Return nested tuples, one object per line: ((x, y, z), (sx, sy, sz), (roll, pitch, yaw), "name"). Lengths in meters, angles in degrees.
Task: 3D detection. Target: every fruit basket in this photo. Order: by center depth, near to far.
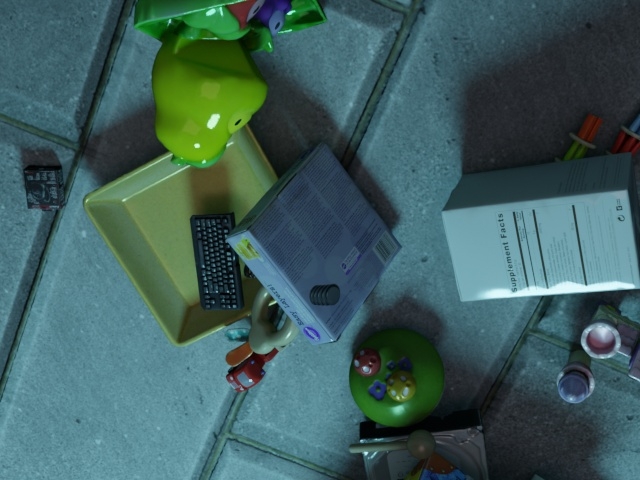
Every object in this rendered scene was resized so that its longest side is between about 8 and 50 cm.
((-0.134, -0.302, 1.371), (0.283, 0.392, 0.392), (-11, 109, 6), "fruit basket")

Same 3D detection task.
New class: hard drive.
((0.216, 0.492, 1.789), (0.237, 0.064, 0.338), (-7, 118, 7), "hard drive")

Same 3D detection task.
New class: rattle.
((-0.065, 0.150, 1.622), (0.130, 0.143, 0.199), (46, 119, 25), "rattle")

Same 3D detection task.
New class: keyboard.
((-0.167, 0.039, 1.598), (0.108, 0.023, 0.180), (-3, 111, 4), "keyboard")

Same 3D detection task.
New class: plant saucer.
((-0.197, -0.017, 1.633), (0.333, 0.081, 0.332), (-26, 106, 12), "plant saucer")

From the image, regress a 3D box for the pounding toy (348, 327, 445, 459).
((0.123, 0.272, 1.649), (0.183, 0.110, 0.236), (-1, 77, 22), "pounding toy")

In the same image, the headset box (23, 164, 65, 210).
((-0.497, -0.092, 1.643), (0.062, 0.032, 0.083), (0, 111, 3), "headset box")

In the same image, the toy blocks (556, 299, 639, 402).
((0.582, 0.194, 1.547), (0.289, 0.260, 0.308), (26, 110, 13), "toy blocks")

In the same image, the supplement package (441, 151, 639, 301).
((0.374, -0.021, 1.516), (0.293, 0.177, 0.175), (-6, 112, 24), "supplement package")

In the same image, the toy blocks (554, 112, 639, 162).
((0.490, -0.174, 1.557), (0.123, 0.054, 0.148), (26, 109, -7), "toy blocks")

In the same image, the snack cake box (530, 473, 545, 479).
((0.494, 0.602, 1.794), (0.264, 0.089, 0.152), (36, 84, -13), "snack cake box")

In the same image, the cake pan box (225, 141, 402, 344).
((0.000, 0.000, 1.540), (0.070, 0.267, 0.245), (-16, 119, 47), "cake pan box")

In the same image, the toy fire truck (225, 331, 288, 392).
((-0.083, 0.187, 1.672), (0.047, 0.192, 0.135), (48, 134, -13), "toy fire truck")

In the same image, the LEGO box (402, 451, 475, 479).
((0.205, 0.698, 1.714), (0.372, 0.193, 0.500), (35, 122, 2), "LEGO box")
